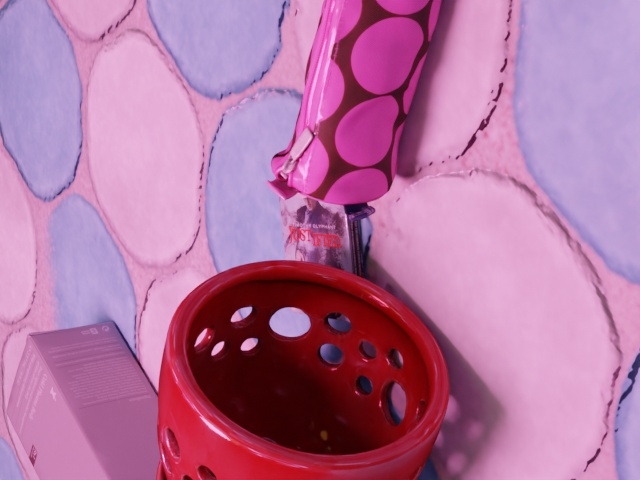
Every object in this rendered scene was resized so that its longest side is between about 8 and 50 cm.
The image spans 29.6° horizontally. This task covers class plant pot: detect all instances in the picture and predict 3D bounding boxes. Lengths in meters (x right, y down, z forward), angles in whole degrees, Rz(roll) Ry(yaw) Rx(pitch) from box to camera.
[{"bbox_3d":[-0.025,0.137,0.839,0.191,0.191,0.174,49,137,35],"label":"plant pot"}]

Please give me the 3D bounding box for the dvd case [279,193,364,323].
[{"bbox_3d":[0.000,0.000,0.918,0.087,0.013,0.119,6,103,53],"label":"dvd case"}]

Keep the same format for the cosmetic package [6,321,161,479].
[{"bbox_3d":[-0.208,0.207,1.178,0.238,0.107,0.127,53,134,35],"label":"cosmetic package"}]

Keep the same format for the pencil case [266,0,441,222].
[{"bbox_3d":[0.024,-0.124,0.783,0.095,0.098,0.209,38,127,42],"label":"pencil case"}]
